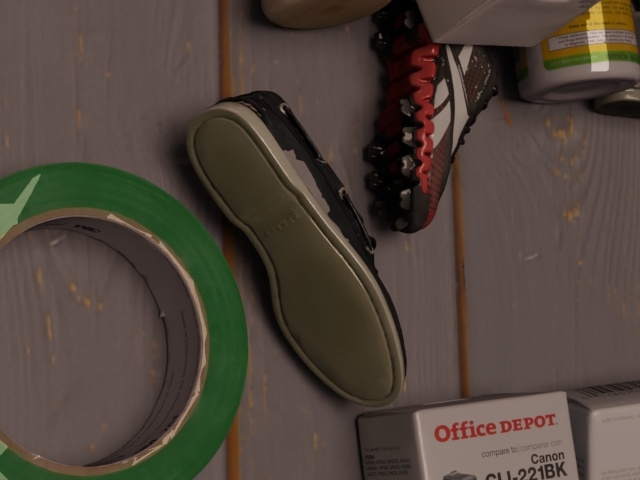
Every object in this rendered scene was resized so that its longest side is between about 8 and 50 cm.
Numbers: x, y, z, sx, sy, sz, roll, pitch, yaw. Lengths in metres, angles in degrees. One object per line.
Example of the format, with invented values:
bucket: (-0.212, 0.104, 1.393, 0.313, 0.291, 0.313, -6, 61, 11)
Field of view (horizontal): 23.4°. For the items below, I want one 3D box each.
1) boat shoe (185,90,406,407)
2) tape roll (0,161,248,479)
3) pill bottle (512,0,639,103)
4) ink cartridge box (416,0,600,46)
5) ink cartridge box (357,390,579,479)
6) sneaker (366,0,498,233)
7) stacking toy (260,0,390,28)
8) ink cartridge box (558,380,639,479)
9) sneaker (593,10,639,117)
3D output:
boat shoe: (-0.003, 0.001, 1.517, 0.340, 0.127, 0.113, 55, 36, -8)
tape roll: (-0.223, 0.092, 1.388, 0.321, 0.077, 0.321, 6, 78, -30)
pill bottle: (0.274, -0.285, 1.724, 0.136, 0.136, 0.245, -3, 83, -32)
ink cartridge box: (0.183, -0.338, 1.587, 0.171, 0.168, 0.232, -6, 69, -43)
ink cartridge box: (0.160, 0.295, 1.561, 0.197, 0.114, 0.272, -4, 82, -31)
sneaker: (0.125, -0.136, 1.628, 0.135, 0.098, 0.276, 12, 74, -27)
stacking toy: (-0.018, -0.391, 1.575, 0.141, 0.141, 0.330, -6, 80, -32)
ink cartridge box: (0.405, 0.342, 1.713, 0.308, 0.091, 0.385, -5, 101, -22)
sneaker: (0.421, -0.204, 1.831, 0.222, 0.083, 0.118, 6, 78, -29)
